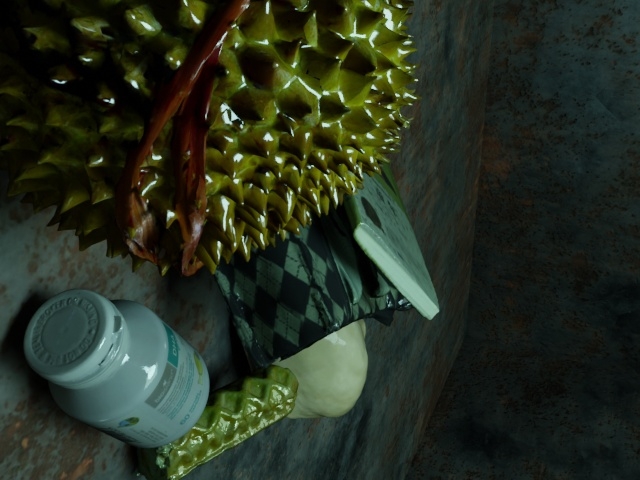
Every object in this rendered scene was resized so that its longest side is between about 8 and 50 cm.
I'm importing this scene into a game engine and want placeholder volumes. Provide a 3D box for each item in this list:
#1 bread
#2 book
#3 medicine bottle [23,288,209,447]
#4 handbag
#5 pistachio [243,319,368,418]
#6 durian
[{"bbox_3d":[-0.137,0.252,0.985,0.269,0.087,0.098,-20,122,-44],"label":"bread"},{"bbox_3d":[0.072,-0.076,0.996,0.239,0.035,0.352,45,23,-44],"label":"book"},{"bbox_3d":[-0.217,0.137,0.748,0.215,0.135,0.135,64,43,-58],"label":"medicine bottle"},{"bbox_3d":[0.000,0.000,1.004,0.317,0.180,0.416,63,21,8],"label":"handbag"},{"bbox_3d":[-0.030,0.177,1.164,0.214,0.193,0.318,-47,133,-19],"label":"pistachio"},{"bbox_3d":[-0.109,-0.148,0.540,0.347,0.384,0.347,-33,131,-47],"label":"durian"}]
